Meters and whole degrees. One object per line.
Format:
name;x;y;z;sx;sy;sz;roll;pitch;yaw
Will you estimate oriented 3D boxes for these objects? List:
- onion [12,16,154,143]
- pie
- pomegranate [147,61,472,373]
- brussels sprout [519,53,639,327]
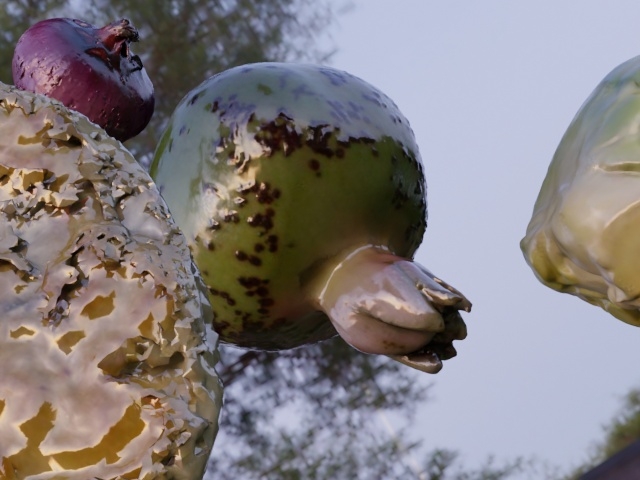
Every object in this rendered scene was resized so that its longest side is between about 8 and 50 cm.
onion;-0.172;-0.123;0.913;0.104;0.115;0.115;-47;-25;15
pie;-0.167;0.051;0.426;0.274;0.274;0.055;-25;-27;-16
pomegranate;0.000;0.000;1.091;0.285;0.340;0.285;-29;-37;-25
brussels sprout;0.359;-0.042;1.215;0.344;0.268;0.344;-55;-3;-5
